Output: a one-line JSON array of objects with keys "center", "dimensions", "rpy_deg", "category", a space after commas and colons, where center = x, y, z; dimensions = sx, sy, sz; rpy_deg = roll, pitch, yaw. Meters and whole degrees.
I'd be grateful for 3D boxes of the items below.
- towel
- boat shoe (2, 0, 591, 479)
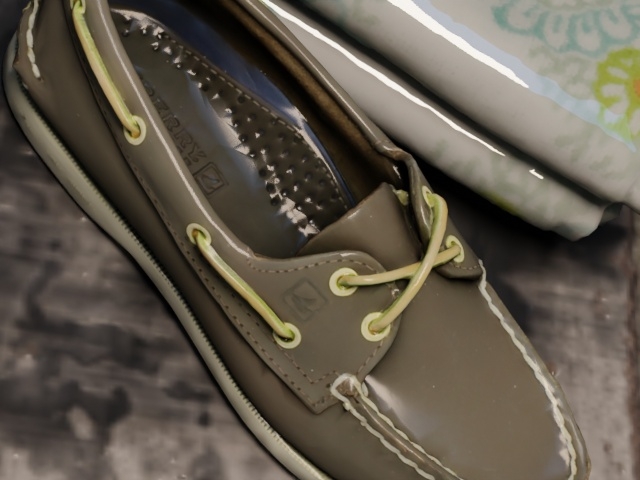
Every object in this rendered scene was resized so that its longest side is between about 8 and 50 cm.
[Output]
[{"center": [0.045, -0.209, 0.876], "dimensions": [0.374, 0.090, 0.320], "rpy_deg": [33, 54, -5], "category": "towel"}, {"center": [-0.003, 0.003, 0.765], "dimensions": [0.305, 0.091, 0.109], "rpy_deg": [47, 58, 4], "category": "boat shoe"}]
